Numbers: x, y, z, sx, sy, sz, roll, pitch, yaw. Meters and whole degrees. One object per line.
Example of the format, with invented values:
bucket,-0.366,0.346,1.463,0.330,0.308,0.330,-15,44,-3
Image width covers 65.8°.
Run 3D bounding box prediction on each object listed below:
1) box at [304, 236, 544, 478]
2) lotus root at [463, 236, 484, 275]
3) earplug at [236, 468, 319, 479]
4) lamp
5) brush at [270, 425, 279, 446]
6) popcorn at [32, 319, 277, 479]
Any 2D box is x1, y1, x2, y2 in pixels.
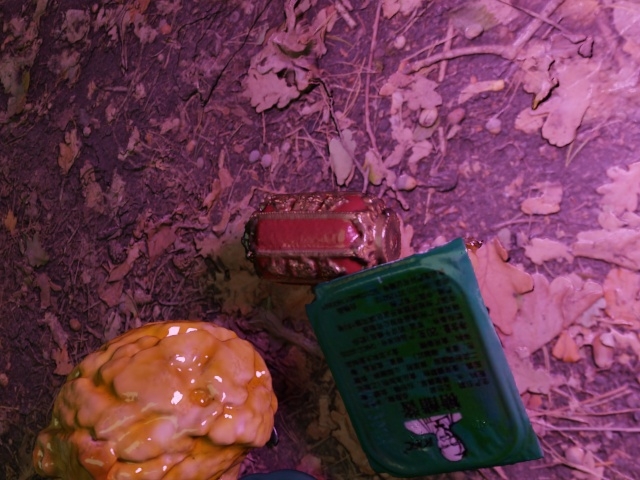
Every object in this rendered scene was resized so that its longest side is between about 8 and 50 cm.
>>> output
box,0.154,0.182,0.764,0.264,0.106,0.336,-19,96,24
lotus root,0.215,0.056,0.809,0.150,0.062,0.073,-59,41,10
earplug,-0.106,0.538,0.884,0.258,0.164,0.280,16,105,-8
lamp,0.000,0.000,0.867,0.274,0.177,0.177,1,84,24
brush,-0.127,0.310,0.972,0.063,0.016,0.193,-39,69,19
popcorn,-0.275,0.294,0.858,0.390,0.344,0.354,-56,36,16
